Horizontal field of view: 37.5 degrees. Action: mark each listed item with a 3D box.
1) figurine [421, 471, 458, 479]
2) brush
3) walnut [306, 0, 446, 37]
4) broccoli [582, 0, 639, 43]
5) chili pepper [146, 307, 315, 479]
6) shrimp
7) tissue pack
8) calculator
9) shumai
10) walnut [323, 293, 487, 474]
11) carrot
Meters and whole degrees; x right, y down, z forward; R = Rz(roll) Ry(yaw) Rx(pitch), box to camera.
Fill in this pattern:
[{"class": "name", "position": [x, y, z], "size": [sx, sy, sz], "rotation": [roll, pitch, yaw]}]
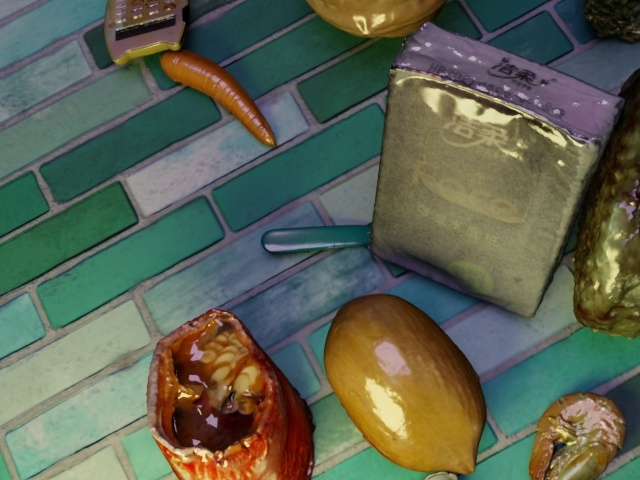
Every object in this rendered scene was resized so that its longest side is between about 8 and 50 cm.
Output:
[{"class": "figurine", "position": [0.171, 0.388, 1.348], "size": [0.082, 0.094, 0.086], "rotation": [-48, 34, 29]}, {"class": "brush", "position": [0.000, 0.000, 1.526], "size": [0.194, 0.032, 0.043], "rotation": [-3, 66, -6]}, {"class": "walnut", "position": [0.098, -0.489, 1.528], "size": [0.306, 0.306, 0.343], "rotation": [6, 73, 9]}, {"class": "broccoli", "position": [0.517, -0.394, 1.495], "size": [0.180, 0.242, 0.273], "rotation": [-44, 77, 8]}, {"class": "chili pepper", "position": [-0.121, 0.240, 1.320], "size": [0.229, 0.305, 0.251], "rotation": [5, 62, 3]}, {"class": "shrimp", "position": [0.351, 0.310, 1.364], "size": [0.115, 0.051, 0.217], "rotation": [39, 81, 24]}, {"class": "tissue pack", "position": [0.226, -0.084, 1.326], "size": [0.288, 0.394, 0.124], "rotation": [23, 54, 14]}, {"class": "calculator", "position": [-0.306, -0.404, 1.673], "size": [0.157, 0.033, 0.236], "rotation": [-13, 55, 8]}, {"class": "shumai", "position": [0.537, -0.027, 1.292], "size": [0.348, 0.395, 0.395], "rotation": [16, 75, 14]}, {"class": "walnut", "position": [0.121, 0.213, 1.351], "size": [0.203, 0.203, 0.297], "rotation": [-32, 74, -4]}, {"class": "carrot", "position": [-0.168, -0.256, 1.618], "size": [0.271, 0.062, 0.066], "rotation": [34, 46, 12]}]
